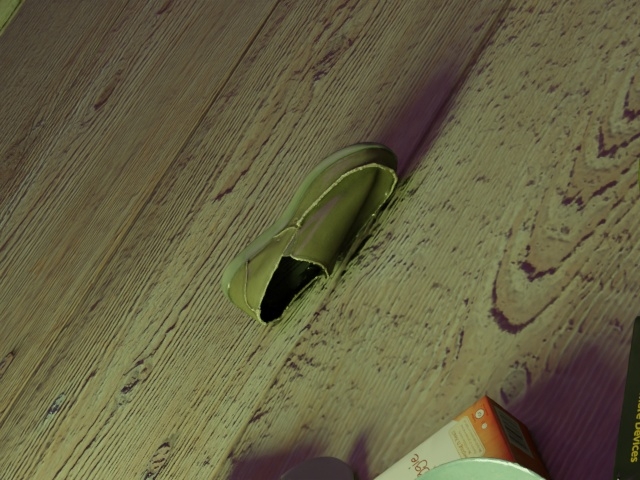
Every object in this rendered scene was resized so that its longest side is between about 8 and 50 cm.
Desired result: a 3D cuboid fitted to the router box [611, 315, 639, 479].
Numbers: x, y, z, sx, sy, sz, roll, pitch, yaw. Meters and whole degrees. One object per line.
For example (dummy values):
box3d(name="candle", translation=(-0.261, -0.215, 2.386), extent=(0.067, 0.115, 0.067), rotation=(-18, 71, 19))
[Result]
box3d(name="router box", translation=(0.311, 0.183, 0.865), extent=(0.243, 0.081, 0.309), rotation=(-15, 50, 43))

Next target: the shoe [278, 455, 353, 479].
box3d(name="shoe", translation=(-0.035, 0.280, 1.219), extent=(0.063, 0.081, 0.178), rotation=(30, 49, 20))

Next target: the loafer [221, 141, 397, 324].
box3d(name="loafer", translation=(0.000, 0.000, 1.441), extent=(0.251, 0.094, 0.087), rotation=(-47, 44, 14))

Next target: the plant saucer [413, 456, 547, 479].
box3d(name="plant saucer", translation=(0.120, 0.259, 0.970), extent=(0.195, 0.037, 0.195), rotation=(-12, 67, 30))

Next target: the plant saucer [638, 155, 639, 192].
box3d(name="plant saucer", translation=(0.370, -0.101, 1.124), extent=(0.241, 0.037, 0.241), rotation=(-31, 39, 29))

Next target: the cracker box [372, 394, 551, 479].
box3d(name="cracker box", translation=(0.088, 0.259, 1.086), extent=(0.232, 0.067, 0.156), rotation=(-41, 36, 17))
